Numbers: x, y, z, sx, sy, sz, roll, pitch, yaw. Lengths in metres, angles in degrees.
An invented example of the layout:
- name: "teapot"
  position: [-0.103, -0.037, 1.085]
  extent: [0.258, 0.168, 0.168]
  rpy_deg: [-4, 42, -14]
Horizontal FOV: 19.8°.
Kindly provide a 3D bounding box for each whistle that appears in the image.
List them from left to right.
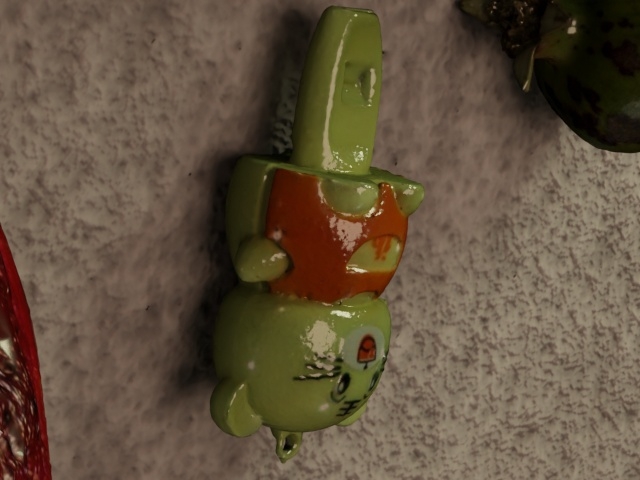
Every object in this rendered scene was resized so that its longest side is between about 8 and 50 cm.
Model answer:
- name: "whistle"
  position: [0.000, 0.000, 1.130]
  extent: [0.131, 0.106, 0.288]
  rpy_deg: [0, 103, -47]

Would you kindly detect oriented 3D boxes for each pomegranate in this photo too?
- name: "pomegranate"
  position: [0.199, -0.137, 1.234]
  extent: [0.169, 0.148, 0.148]
  rpy_deg: [26, 86, -45]

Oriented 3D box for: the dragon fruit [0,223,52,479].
- name: "dragon fruit"
  position: [-0.276, 0.017, 0.777]
  extent: [0.249, 0.371, 0.386]
  rpy_deg: [-21, 123, 6]
